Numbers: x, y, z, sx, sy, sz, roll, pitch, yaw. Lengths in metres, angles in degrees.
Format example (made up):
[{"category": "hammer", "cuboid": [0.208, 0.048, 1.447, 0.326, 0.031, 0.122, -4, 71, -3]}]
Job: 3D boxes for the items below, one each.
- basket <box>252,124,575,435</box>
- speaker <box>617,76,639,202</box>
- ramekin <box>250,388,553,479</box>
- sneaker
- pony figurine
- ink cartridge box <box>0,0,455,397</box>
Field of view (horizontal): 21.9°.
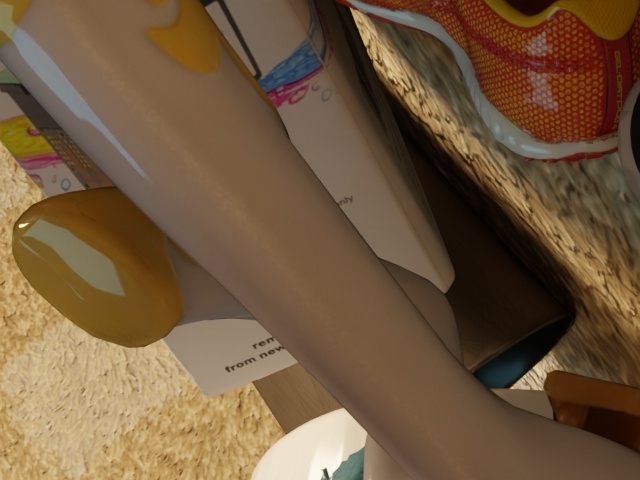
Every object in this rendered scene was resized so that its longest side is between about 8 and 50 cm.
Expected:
[{"category": "basket", "cuboid": [0.000, 0.000, 0.855, 0.227, 0.154, 0.204, 53, 171, 12]}, {"category": "speaker", "cuboid": [0.112, -0.031, 0.374, 0.055, 0.055, 0.136, 51, 173, -1]}, {"category": "ramekin", "cuboid": [0.086, 0.171, 0.724, 0.277, 0.277, 0.135, 62, -150, -56]}, {"category": "sneaker", "cuboid": [0.047, -0.091, 0.513, 0.175, 0.064, 0.067, 44, 143, 45]}, {"category": "pony figurine", "cuboid": [0.045, 0.136, 0.336, 0.363, 0.351, 0.303, 29, 143, -19]}, {"category": "ink cartridge box", "cuboid": [-0.069, -0.108, 0.614, 0.278, 0.117, 0.201, 58, -170, -46]}]
